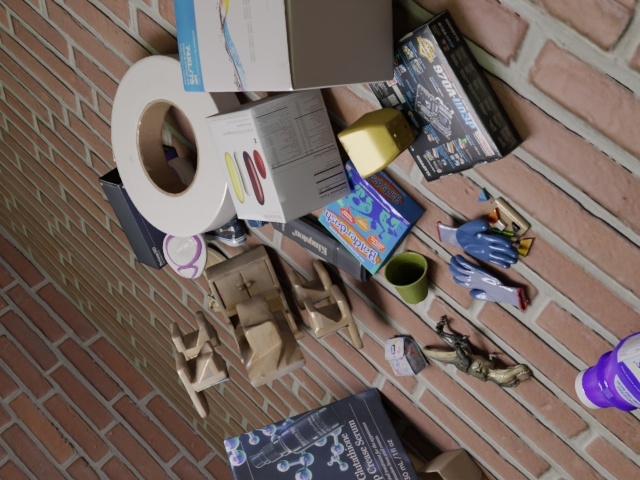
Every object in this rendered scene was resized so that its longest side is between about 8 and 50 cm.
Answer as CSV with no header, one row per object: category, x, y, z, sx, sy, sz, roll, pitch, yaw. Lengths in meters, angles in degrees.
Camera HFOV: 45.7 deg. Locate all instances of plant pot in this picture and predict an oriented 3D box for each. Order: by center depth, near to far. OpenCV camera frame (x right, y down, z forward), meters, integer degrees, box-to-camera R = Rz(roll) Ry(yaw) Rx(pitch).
plant pot,0.095,-0.155,1.157,0.083,0.081,0.081,-16,110,49
plant pot,0.169,0.077,1.426,0.083,0.083,0.079,24,154,38
plant pot,0.301,0.535,1.725,0.109,0.096,0.109,51,151,1

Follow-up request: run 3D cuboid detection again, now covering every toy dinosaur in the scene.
toy dinosaur,0.267,0.212,1.453,0.268,0.064,0.118,14,141,51

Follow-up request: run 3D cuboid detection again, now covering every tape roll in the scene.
tape roll,-0.305,-0.200,1.619,0.392,0.072,0.392,15,113,38

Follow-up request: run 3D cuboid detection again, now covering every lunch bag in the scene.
lunch bag,0.176,0.245,1.620,0.071,0.053,0.083,-17,100,57

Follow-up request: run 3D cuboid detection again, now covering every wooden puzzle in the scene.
wooden puzzle,0.288,-0.025,1.200,0.116,0.014,0.078,42,149,16

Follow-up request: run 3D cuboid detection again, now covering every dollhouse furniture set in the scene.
dollhouse furniture set,-0.123,0.220,1.717,0.394,0.362,0.256,-124,12,-62

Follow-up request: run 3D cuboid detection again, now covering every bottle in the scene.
bottle,0.480,0.187,1.092,0.118,0.092,0.283,48,150,2

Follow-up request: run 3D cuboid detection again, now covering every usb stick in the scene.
usb stick,0.000,0.000,1.592,0.278,0.045,0.077,31,146,32

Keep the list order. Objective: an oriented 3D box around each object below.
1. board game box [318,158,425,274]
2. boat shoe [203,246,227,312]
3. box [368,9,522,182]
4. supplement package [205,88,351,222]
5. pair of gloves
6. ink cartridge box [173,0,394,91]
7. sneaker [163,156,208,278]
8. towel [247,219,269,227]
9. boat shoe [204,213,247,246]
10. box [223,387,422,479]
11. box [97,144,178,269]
board game box,0.088,-0.046,1.417,0.160,0.047,0.210,45,150,11
boat shoe,-0.253,0.155,2.058,0.109,0.098,0.302,-12,114,58
box,0.171,-0.203,1.123,0.220,0.051,0.175,57,150,-10
supplement package,-0.080,-0.154,1.375,0.194,0.149,0.203,6,117,59
pair of gloves,0.270,0.035,1.273,0.159,0.023,0.198,21,145,41
ink cartridge box,-0.057,-0.321,1.104,0.270,0.198,0.197,12,111,48
sneaker,-0.319,-0.057,1.852,0.114,0.152,0.305,0,112,15
towel,-0.168,-0.083,1.746,0.067,0.029,0.119,3,126,54
boat shoe,-0.252,-0.045,1.882,0.183,0.065,0.083,12,124,45
box,0.008,0.574,1.785,0.212,0.395,0.293,85,163,-45
box,-0.417,-0.086,1.929,0.103,0.184,0.261,19,139,43
